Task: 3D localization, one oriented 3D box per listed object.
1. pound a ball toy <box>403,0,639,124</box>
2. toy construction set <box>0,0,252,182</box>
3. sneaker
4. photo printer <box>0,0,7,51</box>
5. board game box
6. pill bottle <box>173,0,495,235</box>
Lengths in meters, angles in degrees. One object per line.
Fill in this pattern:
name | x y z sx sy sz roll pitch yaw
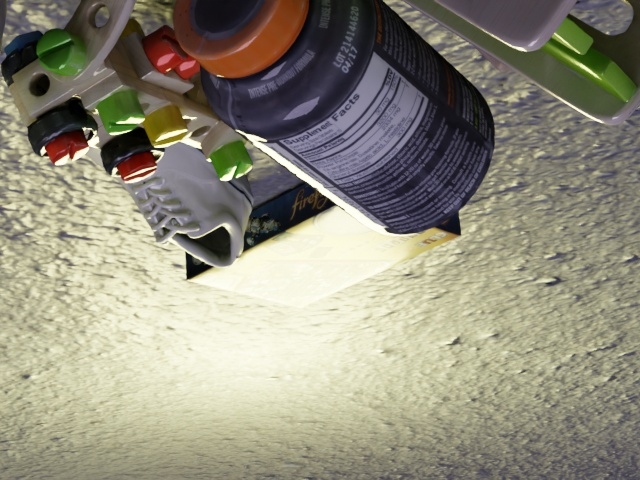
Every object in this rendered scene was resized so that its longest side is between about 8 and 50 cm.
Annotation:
pound a ball toy | 0.098 -0.198 1.034 0.136 0.319 0.208 -55 142 5
toy construction set | -0.102 -0.142 1.201 0.215 0.151 0.327 -29 150 17
sneaker | -0.132 -0.046 1.522 0.094 0.091 0.258 -16 155 25
photo printer | -0.340 -0.106 1.092 0.256 0.307 0.107 -4 128 3
board game box | 0.000 0.000 1.725 0.165 0.042 0.243 17 149 -41
pill bottle | 0.007 -0.106 1.128 0.130 0.130 0.245 -18 148 28
